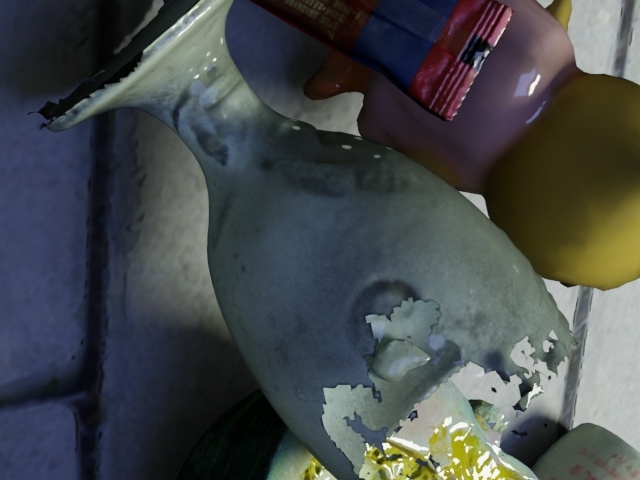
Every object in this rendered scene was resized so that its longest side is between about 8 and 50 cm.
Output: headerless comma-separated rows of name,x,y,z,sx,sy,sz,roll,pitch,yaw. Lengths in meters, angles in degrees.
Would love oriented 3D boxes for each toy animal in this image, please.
toy animal,0.143,-0.073,1.166,0.195,0.281,0.169,-43,174,-17

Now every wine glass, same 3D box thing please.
wine glass,-0.001,-0.003,1.072,0.190,0.190,0.357,-42,101,-18

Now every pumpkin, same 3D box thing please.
pumpkin,0.015,0.227,1.265,0.293,0.197,0.263,54,52,-21

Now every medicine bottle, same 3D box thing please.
medicine bottle,0.231,0.253,1.502,0.143,0.147,0.147,-44,133,-13

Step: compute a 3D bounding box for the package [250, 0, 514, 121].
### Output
package,0.017,-0.158,1.105,0.083,0.200,0.022,-60,169,3
